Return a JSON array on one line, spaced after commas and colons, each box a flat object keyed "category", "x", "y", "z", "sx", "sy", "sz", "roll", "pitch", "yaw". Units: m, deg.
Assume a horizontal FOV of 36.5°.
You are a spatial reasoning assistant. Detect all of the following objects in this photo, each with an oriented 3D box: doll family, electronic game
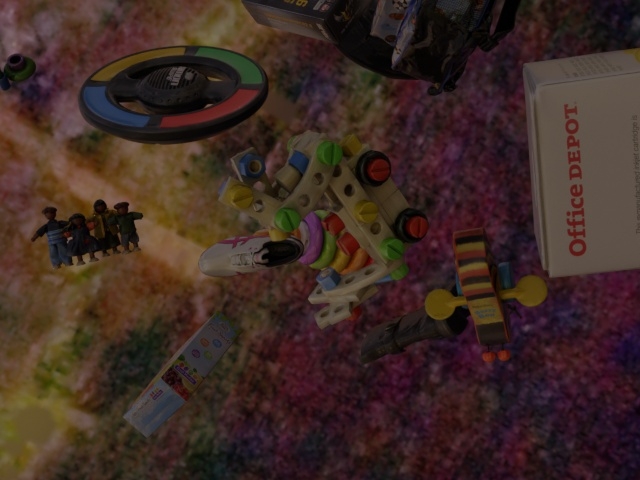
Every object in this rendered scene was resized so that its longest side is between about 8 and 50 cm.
[{"category": "doll family", "x": -0.414, "y": -0.019, "z": 1.728, "sx": 0.076, "sy": 0.193, "sz": 0.111, "roll": 7, "pitch": 111, "yaw": 64}, {"category": "electronic game", "x": -0.177, "y": -0.182, "z": 1.175, "sx": 0.229, "sy": 0.229, "sz": 0.048, "roll": -77, "pitch": -13, "yaw": -54}]

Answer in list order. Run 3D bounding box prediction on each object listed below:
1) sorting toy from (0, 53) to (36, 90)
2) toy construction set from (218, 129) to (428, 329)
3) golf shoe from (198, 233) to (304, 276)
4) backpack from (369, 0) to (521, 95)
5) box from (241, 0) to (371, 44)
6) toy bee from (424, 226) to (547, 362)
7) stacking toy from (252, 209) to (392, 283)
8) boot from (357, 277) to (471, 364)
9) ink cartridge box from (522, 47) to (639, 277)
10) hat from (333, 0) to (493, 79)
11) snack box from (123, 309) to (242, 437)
[{"category": "sorting toy", "x": -0.494, "y": -0.267, "z": 1.498, "sx": 0.042, "sy": 0.102, "sz": 0.061, "roll": 82, "pitch": 172, "yaw": -57}, {"category": "toy construction set", "x": 0.016, "y": -0.017, "z": 1.318, "sx": 0.215, "sy": 0.327, "sz": 0.151, "roll": -42, "pitch": 39, "yaw": -14}, {"category": "golf shoe", "x": -0.121, "y": 0.022, "z": 1.682, "sx": 0.086, "sy": 0.186, "sz": 0.067, "roll": -158, "pitch": 56, "yaw": -84}, {"category": "backpack", "x": 0.210, "y": -0.406, "z": 1.575, "sx": 0.263, "sy": 0.213, "sz": 0.276, "roll": -59, "pitch": 4, "yaw": -13}, {"category": "box", "x": 0.017, "y": -0.409, "z": 1.447, "sx": 0.183, "sy": 0.056, "sz": 0.231, "roll": 25, "pitch": 73, "yaw": 40}, {"category": "toy bee", "x": 0.299, "y": 0.115, "z": 1.657, "sx": 0.195, "sy": 0.298, "sz": 0.162, "roll": -26, "pitch": 47, "yaw": 33}, {"category": "stacking toy", "x": 0.000, "y": 0.000, "z": 1.888, "sx": 0.175, "sy": 0.302, "sz": 0.165, "roll": -16, "pitch": 74, "yaw": 58}, {"category": "boot", "x": 0.203, "y": 0.154, "z": 1.967, "sx": 0.229, "sy": 0.091, "sz": 0.263, "roll": -25, "pitch": 6, "yaw": 35}, {"category": "ink cartridge box", "x": 0.482, "y": -0.122, "z": 1.332, "sx": 0.160, "sy": 0.385, "sz": 0.279, "roll": -78, "pitch": -19, "yaw": -68}, {"category": "hat", "x": 0.151, "y": -0.454, "z": 1.787, "sx": 0.134, "sy": 0.331, "sz": 0.331, "roll": 75, "pitch": -148, "yaw": -55}, {"category": "snack box", "x": -0.257, "y": 0.248, "z": 1.815, "sx": 0.174, "sy": 0.070, "sz": 0.207, "roll": -44, "pitch": 4, "yaw": 42}]
